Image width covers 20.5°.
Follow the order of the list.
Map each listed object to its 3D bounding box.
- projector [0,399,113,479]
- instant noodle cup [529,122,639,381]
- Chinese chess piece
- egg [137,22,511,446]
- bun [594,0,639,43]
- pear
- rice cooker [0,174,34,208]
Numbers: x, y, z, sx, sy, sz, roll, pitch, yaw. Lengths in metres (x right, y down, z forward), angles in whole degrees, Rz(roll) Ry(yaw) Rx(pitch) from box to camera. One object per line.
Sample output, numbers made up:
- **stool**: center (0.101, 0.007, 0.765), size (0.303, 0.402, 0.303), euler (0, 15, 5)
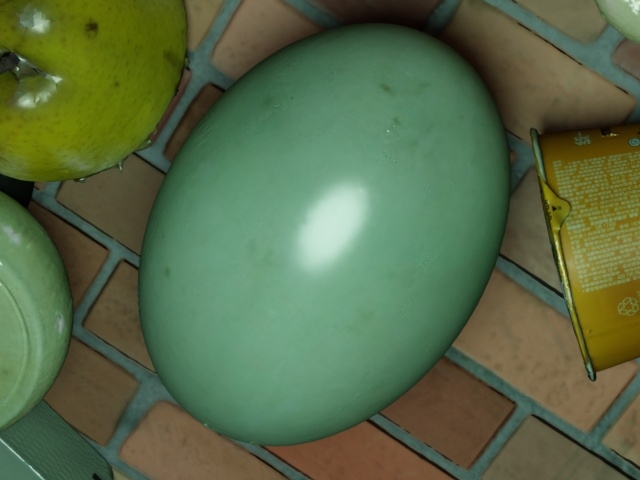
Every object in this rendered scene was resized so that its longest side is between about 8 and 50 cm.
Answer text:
- **projector**: center (-0.349, 0.229, 1.726), size (0.250, 0.108, 0.198), euler (45, 113, -5)
- **instant noodle cup**: center (0.273, -0.007, 1.434), size (0.172, 0.216, 0.216), euler (-13, 107, 9)
- **Chinese chess piece**: center (-0.341, 0.062, 1.548), size (0.250, 0.101, 0.250), euler (1, 116, 3)
- **egg**: center (0.000, 0.000, 1.456), size (0.276, 0.276, 0.389), euler (32, 117, 0)
- **bun**: center (0.302, -0.258, 1.369), size (0.237, 0.116, 0.210), euler (-31, 94, -1)
- **pear**: center (-0.229, -0.175, 1.472), size (0.267, 0.178, 0.267), euler (0, 93, -5)
- **rice cooker**: center (-0.363, -0.063, 1.608), size (0.203, 0.118, 0.142), euler (13, 117, -3)
